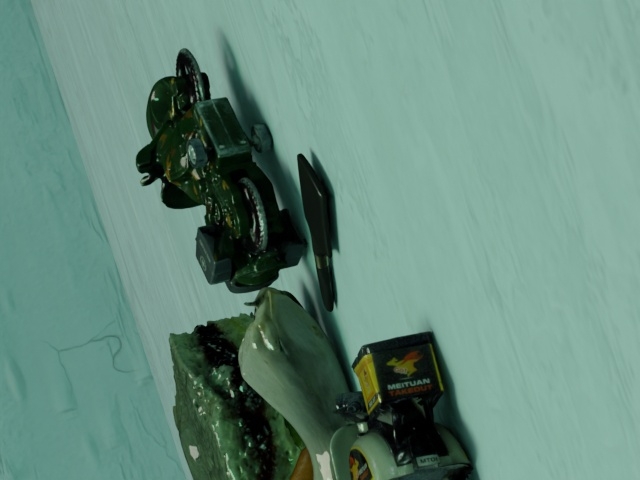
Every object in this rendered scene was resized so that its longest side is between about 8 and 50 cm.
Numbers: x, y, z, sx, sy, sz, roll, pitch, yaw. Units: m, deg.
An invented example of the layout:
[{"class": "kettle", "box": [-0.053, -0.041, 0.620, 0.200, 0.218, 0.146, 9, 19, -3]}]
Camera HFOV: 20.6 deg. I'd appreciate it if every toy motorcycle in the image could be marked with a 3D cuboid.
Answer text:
[{"class": "toy motorcycle", "box": [0.061, 0.184, 1.505, 0.263, 0.091, 0.157, 112, 146, -69]}, {"class": "toy motorcycle", "box": [-0.109, -0.056, 1.838, 0.187, 0.125, 0.274, 102, 149, -50]}]

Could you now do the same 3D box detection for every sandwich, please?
[{"class": "sandwich", "box": [-0.089, 0.249, 2.106, 0.262, 0.131, 0.325, 128, 128, -71]}]

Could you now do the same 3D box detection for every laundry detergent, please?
[{"class": "laundry detergent", "box": [-0.174, -0.141, 2.150, 0.211, 0.063, 0.137, -123, 21, -58]}]

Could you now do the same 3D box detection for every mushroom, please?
[{"class": "mushroom", "box": [-0.008, 0.177, 1.789, 0.099, 0.096, 0.278, -140, 25, -83]}]

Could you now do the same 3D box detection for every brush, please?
[{"class": "brush", "box": [0.000, 0.000, 1.670, 0.193, 0.016, 0.063, 85, 163, -47]}]

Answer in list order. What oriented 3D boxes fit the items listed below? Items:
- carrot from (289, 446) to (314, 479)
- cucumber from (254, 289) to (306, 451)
[{"class": "carrot", "box": [-0.010, 0.315, 1.860, 0.087, 0.087, 0.193, 86, -171, -49]}, {"class": "cucumber", "box": [-0.024, 0.152, 1.898, 0.069, 0.069, 0.227, -129, 20, -60]}]
